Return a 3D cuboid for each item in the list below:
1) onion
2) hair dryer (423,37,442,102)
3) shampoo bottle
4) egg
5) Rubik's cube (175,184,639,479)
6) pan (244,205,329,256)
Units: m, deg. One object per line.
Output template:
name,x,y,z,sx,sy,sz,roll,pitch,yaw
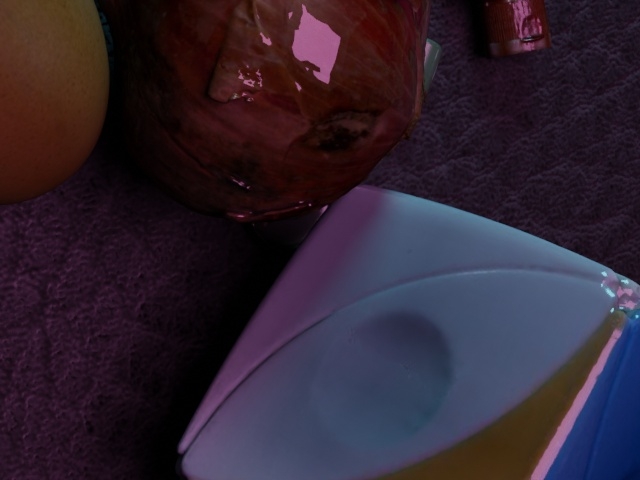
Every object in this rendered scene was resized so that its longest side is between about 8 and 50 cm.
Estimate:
onion,-0.035,-0.173,1.582,0.354,0.354,0.353,0,91,-30
hair dryer,0.047,-0.188,1.814,0.150,0.047,0.071,24,79,-22
shampoo bottle,0.178,-0.347,1.866,0.118,0.076,0.314,-14,97,-32
egg,-0.308,-0.168,1.486,0.250,0.250,0.322,-49,119,-20
Rubik's cube,0.127,0.191,1.631,0.352,0.347,0.351,-60,143,-10
pan,-0.001,0.001,1.784,0.115,0.040,0.212,-38,101,-25
